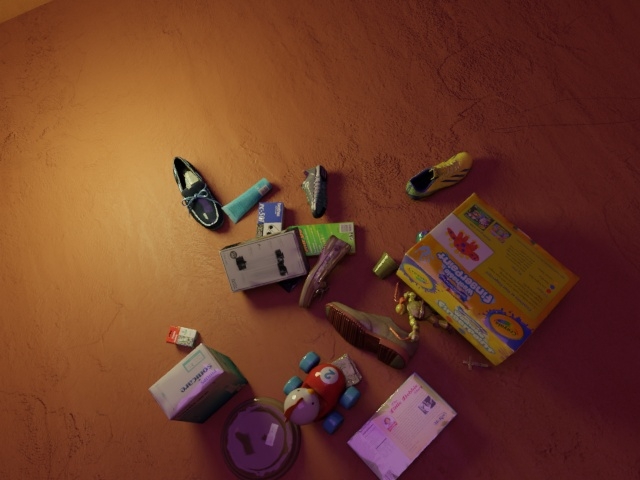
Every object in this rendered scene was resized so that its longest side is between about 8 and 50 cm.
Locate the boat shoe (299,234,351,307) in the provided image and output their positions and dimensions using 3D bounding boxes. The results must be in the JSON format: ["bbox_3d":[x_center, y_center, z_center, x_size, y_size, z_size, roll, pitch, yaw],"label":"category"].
[{"bbox_3d":[0.012,0.120,1.926,0.089,0.104,0.285,27,88,4],"label":"boat shoe"}]

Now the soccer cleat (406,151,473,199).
[{"bbox_3d":[0.450,-0.247,1.999,0.289,0.121,0.093,-31,68,-4],"label":"soccer cleat"}]

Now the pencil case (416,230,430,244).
[{"bbox_3d":[0.379,0.041,1.933,0.070,0.064,0.151,-5,69,20],"label":"pencil case"}]

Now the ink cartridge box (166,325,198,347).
[{"bbox_3d":[-0.510,0.350,1.963,0.115,0.029,0.062,11,72,11],"label":"ink cartridge box"}]

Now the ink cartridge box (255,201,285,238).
[{"bbox_3d":[-0.192,-0.046,2.045,0.097,0.046,0.207,-1,62,8],"label":"ink cartridge box"}]

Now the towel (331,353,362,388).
[{"bbox_3d":[0.058,0.468,1.840,0.148,0.027,0.110,-29,70,-4],"label":"towel"}]

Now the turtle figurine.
[{"bbox_3d":[0.347,0.237,1.830,0.218,0.087,0.269,11,37,-4],"label":"turtle figurine"}]

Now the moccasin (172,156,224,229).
[{"bbox_3d":[-0.505,-0.186,2.115,0.138,0.117,0.342,-37,69,-6],"label":"moccasin"}]

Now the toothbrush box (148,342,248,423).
[{"bbox_3d":[-0.388,0.476,1.757,0.216,0.295,0.126,-41,70,-7],"label":"toothbrush box"}]

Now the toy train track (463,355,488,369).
[{"bbox_3d":[0.520,0.416,1.801,0.083,0.014,0.048,8,64,5],"label":"toy train track"}]

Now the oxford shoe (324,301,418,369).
[{"bbox_3d":[0.174,0.306,1.857,0.348,0.123,0.130,33,50,20],"label":"oxford shoe"}]

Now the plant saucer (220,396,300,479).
[{"bbox_3d":[-0.205,0.666,1.798,0.278,0.041,0.277,-3,68,7],"label":"plant saucer"}]

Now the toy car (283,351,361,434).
[{"bbox_3d":[-0.033,0.502,1.704,0.219,0.238,0.210,37,104,22],"label":"toy car"}]

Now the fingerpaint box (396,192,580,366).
[{"bbox_3d":[0.545,0.120,1.781,0.371,0.163,0.445,-39,71,-23],"label":"fingerpaint box"}]

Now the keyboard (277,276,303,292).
[{"bbox_3d":[-0.146,0.101,2.008,0.180,0.023,0.108,39,79,18],"label":"keyboard"}]

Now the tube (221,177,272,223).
[{"bbox_3d":[-0.283,-0.162,2.109,0.207,0.052,0.080,-41,98,-8],"label":"tube"}]

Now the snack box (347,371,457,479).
[{"bbox_3d":[0.264,0.608,1.740,0.322,0.060,0.187,-43,70,-9],"label":"snack box"}]

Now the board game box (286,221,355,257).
[{"bbox_3d":[0.000,0.000,2.018,0.260,0.039,0.124,-3,69,4],"label":"board game box"}]

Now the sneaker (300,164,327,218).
[{"bbox_3d":[-0.031,-0.182,2.081,0.098,0.083,0.223,-8,63,27],"label":"sneaker"}]

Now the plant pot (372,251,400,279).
[{"bbox_3d":[0.232,0.096,1.932,0.079,0.083,0.083,-47,70,4],"label":"plant pot"}]

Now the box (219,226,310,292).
[{"bbox_3d":[-0.199,0.070,1.940,0.290,0.087,0.169,-16,98,10],"label":"box"}]
